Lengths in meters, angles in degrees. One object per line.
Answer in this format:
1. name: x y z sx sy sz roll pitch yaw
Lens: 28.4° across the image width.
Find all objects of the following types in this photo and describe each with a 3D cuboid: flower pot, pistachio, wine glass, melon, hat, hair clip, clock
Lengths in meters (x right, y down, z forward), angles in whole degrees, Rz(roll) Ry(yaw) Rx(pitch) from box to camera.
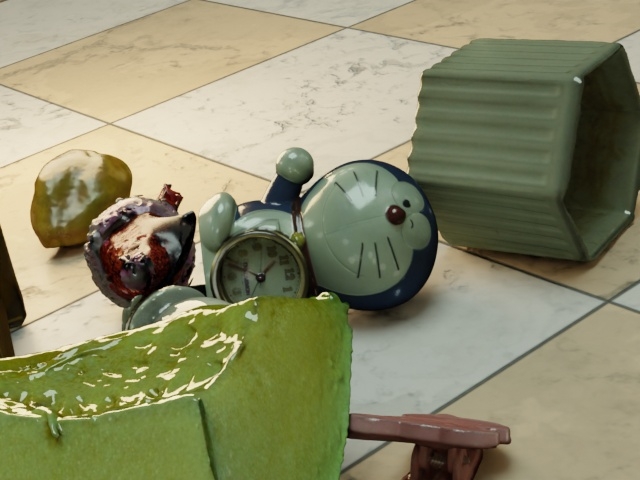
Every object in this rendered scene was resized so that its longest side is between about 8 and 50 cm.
1. flower pot: 0.227 -0.101 1.370 0.189 0.239 0.209 9 60 33
2. pistachio: -0.302 -0.062 1.625 0.110 0.100 0.189 -3 25 23
3. wine glass: -0.100 0.112 1.177 0.111 0.111 0.204 -24 25 -26
4. melon: -0.176 0.148 0.953 0.343 0.226 0.331 -13 41 27
5. hat: -0.181 0.015 1.332 0.140 0.129 0.227 -44 10 -3
6. hair clip: 0.096 0.157 1.022 0.123 0.102 0.138 7 30 24
7. clock: 0.000 0.000 1.311 0.243 0.200 0.146 -9 -3 2

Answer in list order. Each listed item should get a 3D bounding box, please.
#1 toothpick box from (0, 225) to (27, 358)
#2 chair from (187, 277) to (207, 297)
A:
1. toothpick box: -0.387 0.096 1.255 0.190 0.188 0.308 -16 30 -13
2. chair: -0.127 0.068 1.359 0.037 0.042 0.086 -10 25 9
